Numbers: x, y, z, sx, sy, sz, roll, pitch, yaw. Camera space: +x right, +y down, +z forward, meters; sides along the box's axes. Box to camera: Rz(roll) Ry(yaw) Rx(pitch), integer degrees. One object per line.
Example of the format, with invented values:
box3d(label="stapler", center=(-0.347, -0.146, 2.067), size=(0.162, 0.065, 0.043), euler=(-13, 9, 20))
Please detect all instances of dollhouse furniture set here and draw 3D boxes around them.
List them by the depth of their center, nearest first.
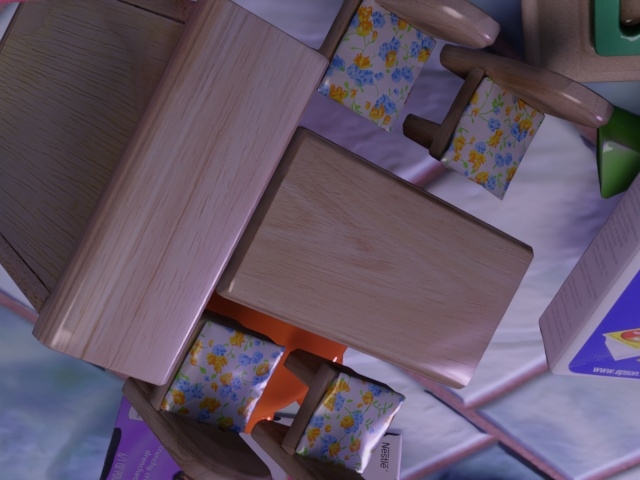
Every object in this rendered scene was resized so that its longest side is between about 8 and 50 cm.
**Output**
box3d(label="dollhouse furniture set", center=(0.000, 0.000, 0.432), size=(0.242, 0.161, 0.212), euler=(25, 94, -34))

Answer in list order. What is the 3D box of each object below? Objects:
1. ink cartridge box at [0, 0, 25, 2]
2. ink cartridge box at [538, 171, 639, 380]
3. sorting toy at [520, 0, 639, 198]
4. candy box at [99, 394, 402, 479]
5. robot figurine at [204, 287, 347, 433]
box3d(label="ink cartridge box", center=(-0.096, -0.233, 0.272), size=(0.117, 0.207, 0.283), euler=(-2, 143, 9))
box3d(label="ink cartridge box", center=(0.243, -0.001, 0.553), size=(0.206, 0.045, 0.208), euler=(7, 136, -20))
box3d(label="sorting toy", center=(0.179, -0.137, 0.462), size=(0.196, 0.047, 0.348), euler=(-3, 132, 11))
box3d(label="candy box", center=(-0.050, 0.197, 0.731), size=(0.196, 0.165, 0.070), euler=(8, 136, 0))
box3d(label="robot figurine", center=(-0.062, 0.008, 0.579), size=(0.158, 0.128, 0.219), euler=(15, 146, 44))
